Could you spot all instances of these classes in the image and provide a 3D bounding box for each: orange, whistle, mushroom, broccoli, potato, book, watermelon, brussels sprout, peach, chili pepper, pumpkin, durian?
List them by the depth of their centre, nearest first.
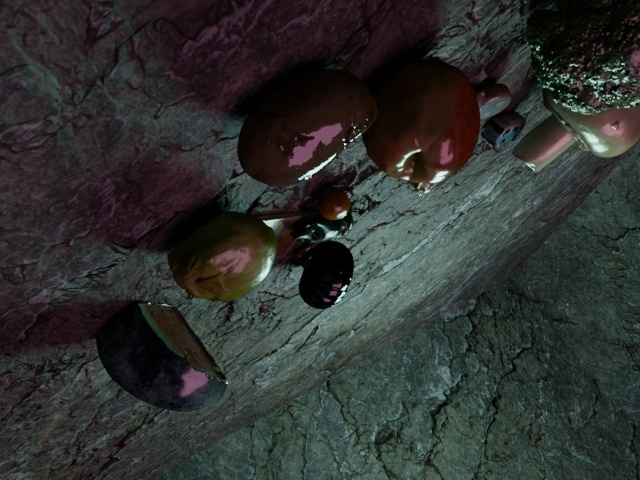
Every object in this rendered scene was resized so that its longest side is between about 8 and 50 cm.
[{"bbox_3d":[-0.024,-0.195,1.068,0.262,0.165,0.165,-33,158,-16],"label":"potato"},{"bbox_3d":[0.202,-0.247,1.227,0.232,0.256,0.232,10,158,4],"label":"peach"},{"bbox_3d":[-0.192,0.031,1.262,0.223,0.161,0.223,-30,165,-9],"label":"brussels sprout"},{"bbox_3d":[0.625,-0.444,1.322,0.321,0.310,0.413,-39,124,-8],"label":"broccoli"},{"bbox_3d":[-0.339,0.248,1.422,0.148,0.318,0.226,-54,-167,30],"label":"watermelon"},{"bbox_3d":[0.031,-0.087,1.467,0.085,0.085,0.085,-30,158,-14],"label":"orange"},{"bbox_3d":[-0.131,-0.003,1.479,0.242,0.018,0.170,-10,146,-48],"label":"book"},{"bbox_3d":[0.382,-0.339,1.497,0.220,0.057,0.107,-8,160,-41],"label":"whistle"},{"bbox_3d":[0.008,-0.027,1.544,0.098,0.061,0.224,-41,167,29],"label":"chili pepper"},{"bbox_3d":[0.273,-0.173,1.656,0.140,0.078,0.224,-46,170,-7],"label":"durian"},{"bbox_3d":[0.685,-0.315,1.676,0.336,0.314,0.314,-47,156,27],"label":"mushroom"},{"bbox_3d":[0.017,0.093,1.690,0.150,0.194,0.194,29,116,-37],"label":"pumpkin"}]

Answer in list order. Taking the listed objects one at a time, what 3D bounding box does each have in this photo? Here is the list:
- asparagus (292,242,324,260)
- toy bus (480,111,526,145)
[{"bbox_3d":[0.000,0.000,1.659,0.165,0.030,0.036,-32,134,-4],"label":"asparagus"},{"bbox_3d":[0.512,-0.313,1.729,0.123,0.060,0.075,-21,150,-36],"label":"toy bus"}]
